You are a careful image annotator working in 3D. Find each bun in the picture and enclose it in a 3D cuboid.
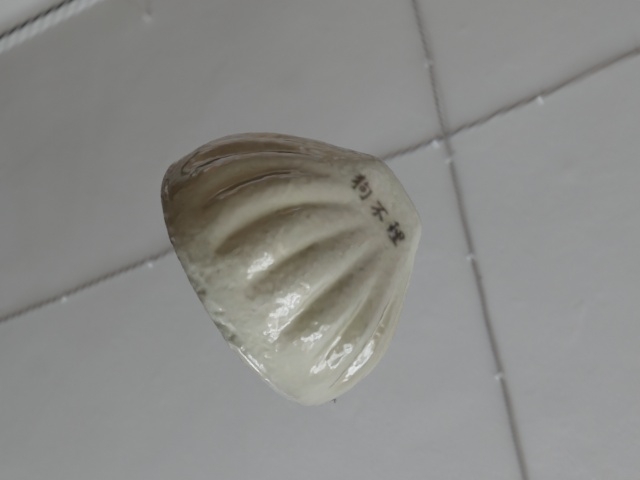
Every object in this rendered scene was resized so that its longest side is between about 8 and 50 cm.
[{"bbox_3d":[0.000,0.000,1.068,0.175,0.263,0.263,-33,-134,14],"label":"bun"}]
